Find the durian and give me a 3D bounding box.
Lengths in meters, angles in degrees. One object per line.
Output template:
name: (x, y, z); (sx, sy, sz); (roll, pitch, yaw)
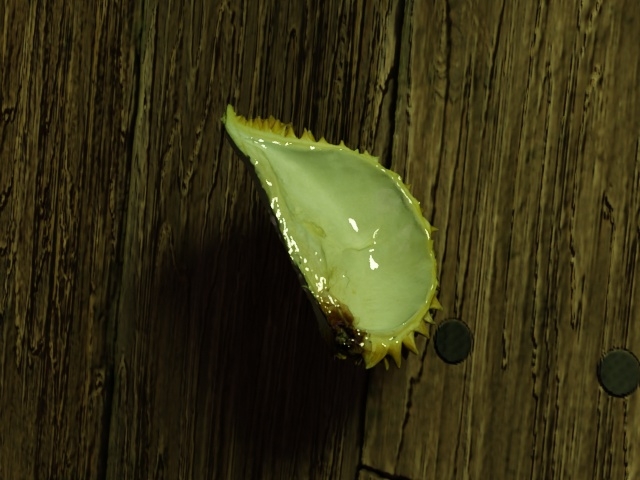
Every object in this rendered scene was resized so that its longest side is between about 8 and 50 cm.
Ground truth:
durian: (0.000, 0.000, 1.395); (0.144, 0.139, 0.252); (-28, 75, 39)
